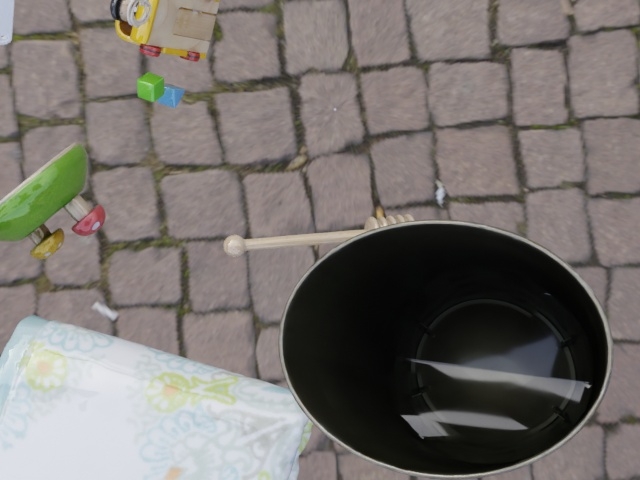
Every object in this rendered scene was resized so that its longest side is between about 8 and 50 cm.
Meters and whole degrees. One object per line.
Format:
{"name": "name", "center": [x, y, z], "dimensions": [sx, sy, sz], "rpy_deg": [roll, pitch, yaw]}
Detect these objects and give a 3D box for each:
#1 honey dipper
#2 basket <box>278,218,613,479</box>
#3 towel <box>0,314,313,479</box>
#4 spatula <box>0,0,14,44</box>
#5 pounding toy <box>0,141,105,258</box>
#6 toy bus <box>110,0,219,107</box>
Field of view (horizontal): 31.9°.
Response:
{"name": "honey dipper", "center": [0.000, 0.000, 0.915], "dimensions": [0.161, 0.030, 0.030], "rpy_deg": [-6, 97, -18]}
{"name": "basket", "center": [0.109, 0.085, 0.766], "dimensions": [0.205, 0.227, 0.154], "rpy_deg": [4, 80, 22]}
{"name": "towel", "center": [-0.206, 0.288, 1.089], "dimensions": [0.321, 0.090, 0.374], "rpy_deg": [15, 81, 11]}
{"name": "spatula", "center": [-0.309, -0.228, 0.885], "dimensions": [0.168, 0.242, 0.019], "rpy_deg": [-9, 67, -24]}
{"name": "pounding toy", "center": [-0.377, -0.019, 1.492], "dimensions": [0.110, 0.183, 0.237], "rpy_deg": [50, 56, -10]}
{"name": "toy bus", "center": [-0.220, -0.297, 1.472], "dimensions": [0.104, 0.202, 0.191], "rpy_deg": [20, 56, 21]}
